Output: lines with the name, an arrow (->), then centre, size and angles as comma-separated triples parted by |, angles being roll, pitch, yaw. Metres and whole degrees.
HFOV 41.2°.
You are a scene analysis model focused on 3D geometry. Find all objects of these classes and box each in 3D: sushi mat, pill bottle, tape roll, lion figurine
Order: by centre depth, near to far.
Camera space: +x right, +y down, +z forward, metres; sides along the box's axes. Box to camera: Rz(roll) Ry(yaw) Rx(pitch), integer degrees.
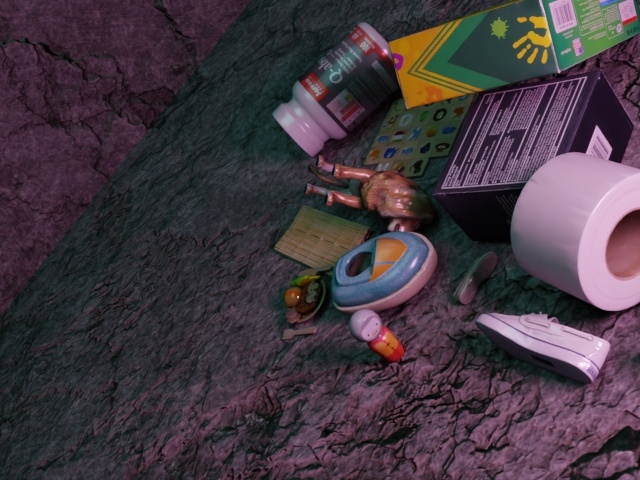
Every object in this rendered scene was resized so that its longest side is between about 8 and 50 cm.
tape roll -> 0.479, -0.018, 1.481 | 0.246, 0.246, 0.169 | -50, 34, -5
lion figurine -> 0.113, -0.125, 2.063 | 0.392, 0.240, 0.142 | -126, 46, -67
sushi mat -> 0.000, 0.000, 2.183 | 0.151, 0.019, 0.316 | -54, 34, -10
pill bottle -> 0.054, -0.416, 2.383 | 0.363, 0.210, 0.210 | -42, 34, 6

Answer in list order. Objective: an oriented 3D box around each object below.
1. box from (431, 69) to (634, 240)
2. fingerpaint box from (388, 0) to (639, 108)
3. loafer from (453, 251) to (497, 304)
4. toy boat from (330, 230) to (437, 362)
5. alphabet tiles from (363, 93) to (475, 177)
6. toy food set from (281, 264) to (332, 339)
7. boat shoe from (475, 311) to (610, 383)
box -> 0.434, -0.164, 1.733 | 0.294, 0.183, 0.296 | 0, 54, 47
fingerpaint box -> 0.434, -0.442, 1.858 | 0.371, 0.163, 0.445 | -6, 16, 43
loafer -> 0.314, 0.073, 1.748 | 0.125, 0.045, 0.039 | -55, 28, -8
toy boat -> 0.124, 0.104, 1.826 | 0.267, 0.148, 0.318 | -26, 39, 28
alphabet tiles -> 0.258, -0.296, 2.217 | 0.285, 0.011, 0.342 | -2, 54, 46
toy food set -> -0.042, 0.140, 2.051 | 0.132, 0.038, 0.192 | -16, 49, 42
boat shoe -> 0.397, 0.174, 1.524 | 0.258, 0.095, 0.084 | 24, 69, 44
